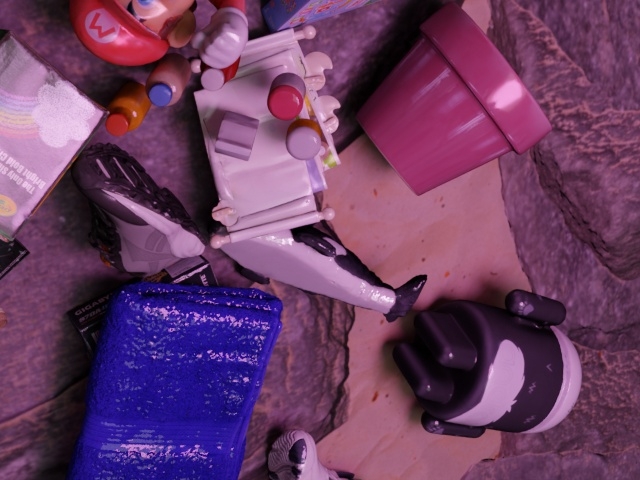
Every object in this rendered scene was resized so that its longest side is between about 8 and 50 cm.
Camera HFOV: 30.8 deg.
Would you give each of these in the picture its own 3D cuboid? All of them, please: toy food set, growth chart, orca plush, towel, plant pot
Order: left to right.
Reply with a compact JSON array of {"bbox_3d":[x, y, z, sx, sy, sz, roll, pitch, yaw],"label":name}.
[{"bbox_3d":[-0.170,0.203,1.381,0.227,0.076,0.308,4,110,-33],"label":"towel"},{"bbox_3d":[-0.107,-0.140,1.245,0.232,0.104,0.111,16,114,-4],"label":"toy food set"},{"bbox_3d":[-0.059,-0.119,1.331,0.172,0.021,0.237,-9,95,-5],"label":"growth chart"},{"bbox_3d":[0.000,0.000,1.440,0.287,0.151,0.102,17,62,-12],"label":"orca plush"},{"bbox_3d":[0.150,-0.159,1.417,0.180,0.201,0.201,-37,127,8],"label":"plant pot"}]

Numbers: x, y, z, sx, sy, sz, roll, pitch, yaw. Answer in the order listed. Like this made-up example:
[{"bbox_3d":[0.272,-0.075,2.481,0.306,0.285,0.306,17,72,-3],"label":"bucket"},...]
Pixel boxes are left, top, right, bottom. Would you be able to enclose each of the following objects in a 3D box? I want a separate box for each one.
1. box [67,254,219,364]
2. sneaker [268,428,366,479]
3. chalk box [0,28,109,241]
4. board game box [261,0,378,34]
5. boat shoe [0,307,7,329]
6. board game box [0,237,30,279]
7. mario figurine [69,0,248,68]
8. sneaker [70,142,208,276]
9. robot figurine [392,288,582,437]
[{"bbox_3d":[-0.187,0.144,1.425,0.175,0.051,0.220,-28,123,-17],"label":"box"},{"bbox_3d":[0.017,0.338,1.612,0.153,0.094,0.235,-19,120,-25],"label":"sneaker"},{"bbox_3d":[-0.338,-0.090,1.155,0.132,0.132,0.213,41,82,-29],"label":"chalk box"},{"bbox_3d":[0.055,-0.297,1.307,0.211,0.160,0.039,-21,91,-21],"label":"board game box"},{"bbox_3d":[-0.396,0.127,1.279,0.135,0.045,0.050,-39,163,-21],"label":"boat shoe"},{"bbox_3d":[-0.452,0.058,1.241,0.259,0.030,0.136,-44,129,-7],"label":"board game box"},{"bbox_3d":[-0.120,-0.304,1.181,0.320,0.198,0.170,-44,139,-12],"label":"mario figurine"},{"bbox_3d":[-0.207,-0.017,1.256,0.108,0.100,0.271,-36,159,-1],"label":"sneaker"},{"bbox_3d":[0.236,0.176,1.626,0.278,0.209,0.174,15,67,-34],"label":"robot figurine"}]
